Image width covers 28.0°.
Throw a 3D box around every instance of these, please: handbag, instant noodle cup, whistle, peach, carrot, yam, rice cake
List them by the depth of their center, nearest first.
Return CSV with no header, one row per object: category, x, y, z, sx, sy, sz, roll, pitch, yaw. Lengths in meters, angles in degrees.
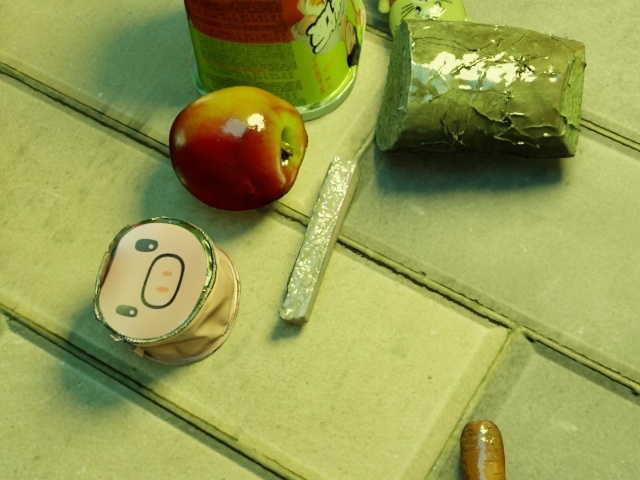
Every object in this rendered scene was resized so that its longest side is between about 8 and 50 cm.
carrot,0.214,0.344,1.621,0.059,0.059,0.248,-7,66,4
handbag,-0.210,0.069,1.773,0.179,0.116,0.205,8,66,12
yam,0.232,-0.204,1.812,0.271,0.201,0.202,4,106,-7
rice cake,-0.001,0.000,1.818,0.049,0.055,0.270,18,66,4
peach,-0.126,-0.131,1.830,0.197,0.197,0.197,-3,64,6
instant noodle cup,-0.081,-0.364,1.864,0.294,0.308,0.294,-3,64,6
whistle,0.146,-0.387,1.959,0.131,0.106,0.288,-18,63,5
